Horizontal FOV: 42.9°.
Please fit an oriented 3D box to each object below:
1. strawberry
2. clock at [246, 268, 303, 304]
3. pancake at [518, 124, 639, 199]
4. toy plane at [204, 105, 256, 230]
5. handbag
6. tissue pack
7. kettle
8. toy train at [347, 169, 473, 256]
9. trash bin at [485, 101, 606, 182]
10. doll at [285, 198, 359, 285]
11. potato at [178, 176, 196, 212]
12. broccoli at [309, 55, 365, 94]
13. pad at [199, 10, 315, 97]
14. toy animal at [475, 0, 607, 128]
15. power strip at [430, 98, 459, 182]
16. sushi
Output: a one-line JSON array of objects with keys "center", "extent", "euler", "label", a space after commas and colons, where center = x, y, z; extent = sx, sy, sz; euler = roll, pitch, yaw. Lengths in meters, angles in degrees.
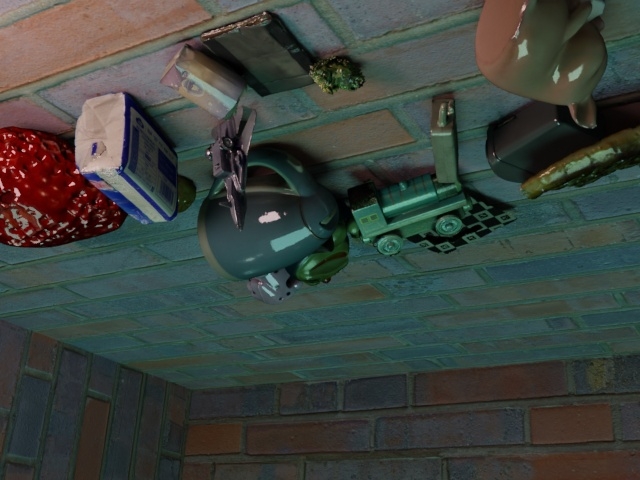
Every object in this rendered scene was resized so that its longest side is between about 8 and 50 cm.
[{"center": [-0.630, -0.119, 1.936], "extent": [0.345, 0.295, 0.317], "euler": [4, 133, -16], "label": "strawberry"}, {"center": [-0.168, 0.049, 2.412], "extent": [0.189, 0.189, 0.254], "euler": [-6, 142, 21], "label": "clock"}, {"center": [0.631, -0.170, 1.733], "extent": [0.426, 0.067, 0.305], "euler": [-17, 165, -13], "label": "pancake"}, {"center": [-0.202, -0.151, 1.806], "extent": [0.088, 0.267, 0.212], "euler": [13, 156, -33], "label": "toy plane"}, {"center": [-0.225, -0.315, 1.639], "extent": [0.173, 0.095, 0.117], "euler": [30, 159, -20], "label": "handbag"}, {"center": [-0.433, -0.177, 1.843], "extent": [0.137, 0.209, 0.270], "euler": [-13, 154, 12], "label": "tissue pack"}, {"center": [-0.126, -0.077, 2.032], "extent": [0.342, 0.247, 0.319], "euler": [-15, 117, 37], "label": "kettle"}, {"center": [0.224, -0.084, 2.038], "extent": [0.298, 0.120, 0.194], "euler": [-19, 132, 10], "label": "toy train"}, {"center": [0.478, -0.216, 1.776], "extent": [0.176, 0.101, 0.236], "euler": [19, 150, -28], "label": "trash bin"}, {"center": [-0.001, 0.000, 2.240], "extent": [0.198, 0.186, 0.322], "euler": [-17, 153, -39], "label": "doll"}, {"center": [-0.432, -0.114, 2.158], "extent": [0.200, 0.081, 0.164], "euler": [3, 158, 6], "label": "potato"}, {"center": [0.035, -0.324, 1.604], "extent": [0.097, 0.095, 0.092], "euler": [55, 169, -25], "label": "broccoli"}, {"center": [-0.110, -0.360, 1.618], "extent": [0.174, 0.022, 0.233], "euler": [-9, 154, 27], "label": "pad"}, {"center": [0.388, -0.346, 1.401], "extent": [0.256, 0.195, 0.213], "euler": [13, 130, -23], "label": "toy animal"}, {"center": [0.272, -0.227, 1.780], "extent": [0.053, 0.093, 0.288], "euler": [1, 156, 13], "label": "power strip"}, {"center": [0.370, -0.052, 2.229], "extent": [0.192, 0.043, 0.279], "euler": [21, 145, -28], "label": "sushi"}]
